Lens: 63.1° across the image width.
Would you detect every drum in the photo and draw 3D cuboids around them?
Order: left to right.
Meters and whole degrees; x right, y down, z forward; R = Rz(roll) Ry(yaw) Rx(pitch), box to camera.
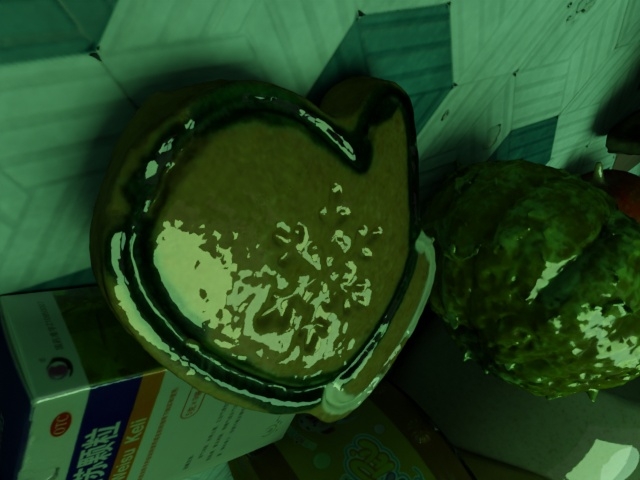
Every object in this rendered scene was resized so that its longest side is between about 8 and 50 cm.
[{"bbox_3d":[0.046,0.403,0.728,0.214,0.431,0.431,-24,144,-25],"label":"drum"}]

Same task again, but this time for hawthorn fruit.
[{"bbox_3d":[0.465,-0.034,0.856,0.199,0.199,0.251,-36,134,-7],"label":"hawthorn fruit"}]

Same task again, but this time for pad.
[{"bbox_3d":[0.581,-0.176,0.953,0.113,0.006,0.187,-37,148,-6],"label":"pad"}]

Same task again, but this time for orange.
[{"bbox_3d":[0.238,0.048,0.598,0.223,0.300,0.301,-44,151,-4],"label":"orange"}]

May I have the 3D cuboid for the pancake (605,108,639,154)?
[{"bbox_3d":[0.526,-0.174,0.738,0.235,0.029,0.212,-13,-158,48],"label":"pancake"}]

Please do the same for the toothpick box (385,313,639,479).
[{"bbox_3d":[0.308,0.304,0.888,0.409,0.409,0.425,-4,130,-43],"label":"toothpick box"}]

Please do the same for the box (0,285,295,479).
[{"bbox_3d":[-0.138,0.138,0.499,0.300,0.106,0.200,-6,132,-44],"label":"box"}]

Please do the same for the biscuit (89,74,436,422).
[{"bbox_3d":[0.001,0.001,0.423,0.344,0.057,0.287,41,75,-43],"label":"biscuit"}]
